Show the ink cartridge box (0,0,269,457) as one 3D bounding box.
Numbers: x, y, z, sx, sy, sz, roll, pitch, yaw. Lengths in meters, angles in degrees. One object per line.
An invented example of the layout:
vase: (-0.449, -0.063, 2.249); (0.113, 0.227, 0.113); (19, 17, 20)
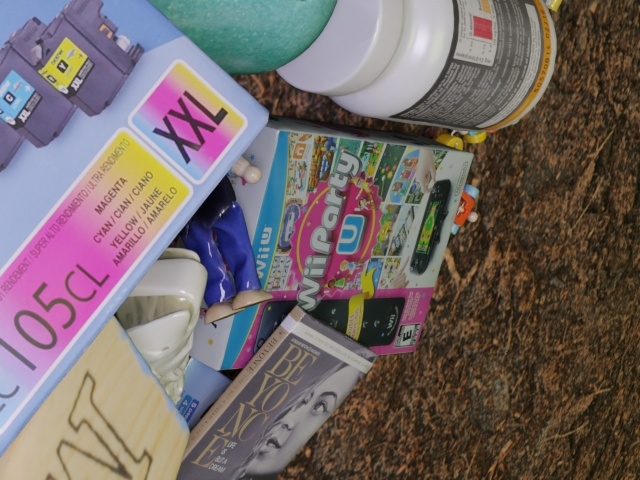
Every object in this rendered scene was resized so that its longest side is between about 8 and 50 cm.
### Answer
ink cartridge box: (-0.267, -0.098, 0.735); (0.395, 0.151, 0.270); (41, 73, -15)

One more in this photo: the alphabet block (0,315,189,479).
alphabet block: (-0.229, 0.166, 0.919); (0.193, 0.192, 0.197); (62, 30, -41)

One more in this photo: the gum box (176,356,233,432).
gum box: (-0.126, 0.201, 1.243); (0.157, 0.041, 0.184); (-59, 142, -9)

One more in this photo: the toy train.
toy train: (0.155, -0.097, 1.433); (0.125, 0.046, 0.166); (29, 88, -54)

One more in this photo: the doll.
doll: (-0.095, -0.031, 1.084); (0.046, 0.129, 0.189); (-16, 83, -48)

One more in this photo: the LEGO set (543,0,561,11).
LEGO set: (0.263, -0.298, 1.386); (0.287, 0.132, 0.107); (-54, 153, 20)

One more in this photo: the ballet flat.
ballet flat: (-0.165, 0.014, 0.995); (0.147, 0.147, 0.409); (-49, 139, -23)

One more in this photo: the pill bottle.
pill bottle: (0.086, -0.188, 1.200); (0.278, 0.162, 0.162); (2, 107, -51)

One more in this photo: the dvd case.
dvd case: (-0.051, 0.169, 1.212); (0.221, 0.018, 0.164); (-51, 148, 2)

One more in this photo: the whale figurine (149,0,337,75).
whale figurine: (-0.095, -0.197, 0.993); (0.272, 0.141, 0.216); (-22, 125, -39)

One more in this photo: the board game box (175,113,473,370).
board game box: (0.000, 0.000, 1.249); (0.303, 0.097, 0.224); (1, 107, -50)
